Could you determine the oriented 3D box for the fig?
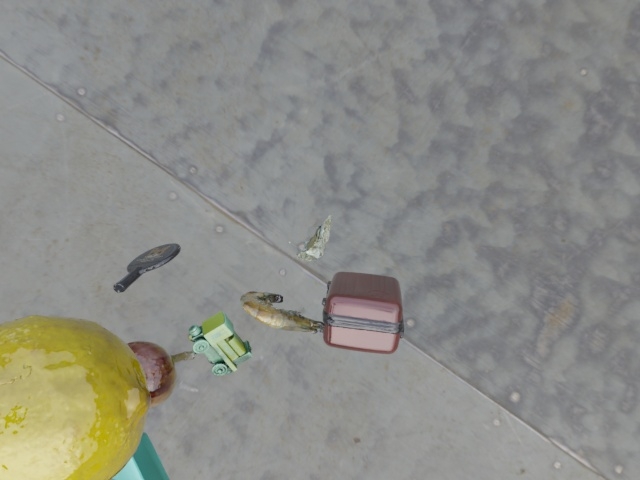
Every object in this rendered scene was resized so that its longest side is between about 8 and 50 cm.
[{"bbox_3d":[-0.372,0.307,1.279,0.160,0.230,0.143,-16,65,22],"label":"fig"}]

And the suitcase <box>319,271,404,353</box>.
[{"bbox_3d":[0.125,0.202,1.640,0.236,0.297,0.161,6,101,4],"label":"suitcase"}]

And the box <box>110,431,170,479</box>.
[{"bbox_3d":[-0.395,0.581,1.156,0.205,0.118,0.311,-34,72,1],"label":"box"}]

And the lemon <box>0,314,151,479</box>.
[{"bbox_3d":[-0.364,0.221,0.727,0.284,0.260,0.261,-21,91,24],"label":"lemon"}]

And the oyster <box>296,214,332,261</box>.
[{"bbox_3d":[0.000,0.000,0.935,0.037,0.098,0.100,37,67,-1],"label":"oyster"}]

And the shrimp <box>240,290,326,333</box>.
[{"bbox_3d":[-0.091,0.164,1.335,0.217,0.150,0.051,20,103,-26],"label":"shrimp"}]

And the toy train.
[{"bbox_3d":[-0.172,0.178,0.968,0.081,0.050,0.122,-32,124,0],"label":"toy train"}]

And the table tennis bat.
[{"bbox_3d":[-0.465,0.068,1.507,0.150,0.236,0.027,-9,113,25],"label":"table tennis bat"}]
